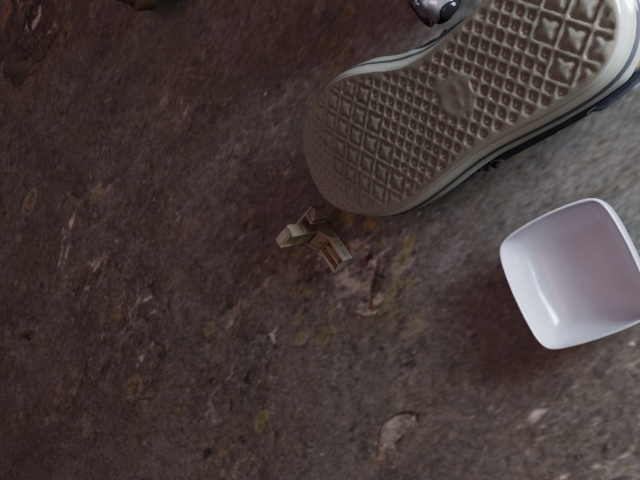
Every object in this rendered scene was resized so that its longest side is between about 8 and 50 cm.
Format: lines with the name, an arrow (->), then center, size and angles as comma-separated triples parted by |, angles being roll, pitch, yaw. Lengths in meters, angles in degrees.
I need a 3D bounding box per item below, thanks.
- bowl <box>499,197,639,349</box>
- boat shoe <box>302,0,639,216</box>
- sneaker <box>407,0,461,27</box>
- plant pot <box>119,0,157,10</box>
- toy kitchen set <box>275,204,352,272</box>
bowl -> 0.278, 0.035, 0.766 | 0.142, 0.053, 0.142 | -31, 77, 40
boat shoe -> 0.151, -0.151, 0.790 | 0.500, 0.156, 0.187 | -23, 86, 53
sneaker -> 0.097, -0.298, 0.768 | 0.086, 0.228, 0.132 | -43, 76, 26
plant pot -> -0.343, -0.486, 1.134 | 0.237, 0.109, 0.237 | 166, 90, -70
toy kitchen set -> 0.000, 0.000, 0.986 | 0.068, 0.083, 0.075 | -49, 65, 36
